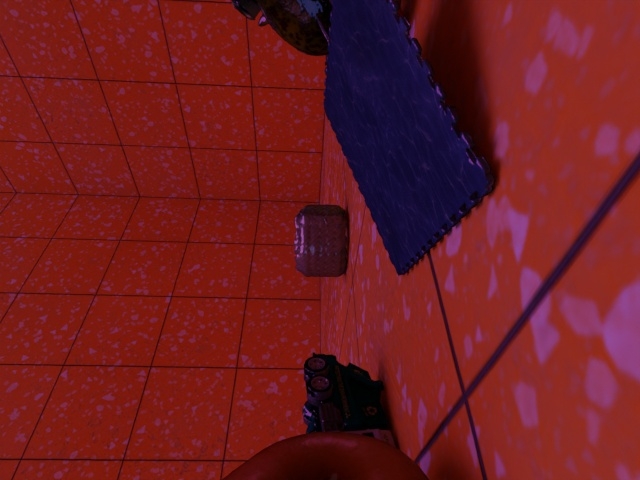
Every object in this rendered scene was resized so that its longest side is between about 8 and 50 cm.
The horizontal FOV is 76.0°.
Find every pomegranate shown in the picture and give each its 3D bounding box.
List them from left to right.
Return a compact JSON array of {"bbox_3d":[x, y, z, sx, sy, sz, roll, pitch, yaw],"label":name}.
[{"bbox_3d":[0.001,-0.390,0.638,0.222,0.204,0.276,-56,-4,-13],"label":"pomegranate"}]

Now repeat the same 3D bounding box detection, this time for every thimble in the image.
[{"bbox_3d":[0.000,0.000,1.203,0.219,0.150,0.219,-179,90,-89],"label":"thimble"}]

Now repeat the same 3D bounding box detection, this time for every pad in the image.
[{"bbox_3d":[0.058,-0.112,0.417,0.269,0.012,0.270,96,154,-70],"label":"pad"}]

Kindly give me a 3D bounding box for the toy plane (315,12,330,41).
[{"bbox_3d":[0.057,-0.183,0.518,0.226,0.058,0.226,59,172,18],"label":"toy plane"}]

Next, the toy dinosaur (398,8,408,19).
[{"bbox_3d":[0.094,-0.357,0.387,0.286,0.070,0.139,46,-124,-79],"label":"toy dinosaur"}]

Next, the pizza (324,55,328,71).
[{"bbox_3d":[0.054,-0.496,1.028,0.226,0.086,0.336,87,-177,-45],"label":"pizza"}]

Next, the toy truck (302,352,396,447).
[{"bbox_3d":[0.040,0.253,0.562,0.216,0.116,0.110,-111,21,-65],"label":"toy truck"}]

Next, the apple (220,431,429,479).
[{"bbox_3d":[-0.013,0.268,0.297,0.242,0.242,0.241,-99,17,-77],"label":"apple"}]

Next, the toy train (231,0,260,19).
[{"bbox_3d":[-0.043,-0.580,0.697,0.397,0.160,0.253,-48,-1,15],"label":"toy train"}]

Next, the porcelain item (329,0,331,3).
[{"bbox_3d":[0.046,-0.292,0.503,0.216,0.069,0.081,62,-160,-58],"label":"porcelain item"}]
